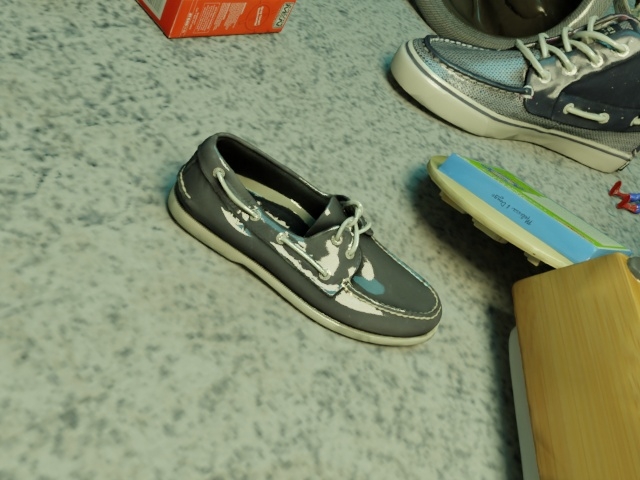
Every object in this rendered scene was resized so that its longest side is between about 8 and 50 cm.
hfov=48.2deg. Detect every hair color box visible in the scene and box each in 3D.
[{"bbox_3d":[-0.096,-0.227,0.660,0.141,0.043,0.072,-20,63,-45],"label":"hair color box"}]

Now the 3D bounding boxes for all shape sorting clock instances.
[{"bbox_3d":[0.181,-0.015,0.613,0.206,0.040,0.206,28,17,-9],"label":"shape sorting clock"}]

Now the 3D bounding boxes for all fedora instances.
[{"bbox_3d":[0.251,-0.337,0.920,0.275,0.244,0.124,50,11,22],"label":"fedora"}]

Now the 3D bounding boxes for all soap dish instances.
[{"bbox_3d":[0.271,0.148,0.470,0.290,0.118,0.229,25,39,-13],"label":"soap dish"}]

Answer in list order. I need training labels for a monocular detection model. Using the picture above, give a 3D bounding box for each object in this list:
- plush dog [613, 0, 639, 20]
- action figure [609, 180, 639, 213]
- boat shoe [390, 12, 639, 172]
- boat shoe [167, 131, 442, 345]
[{"bbox_3d":[0.496,-0.269,0.962,0.225,0.211,0.262,-32,69,-27],"label":"plush dog"},{"bbox_3d":[0.387,-0.041,0.826,0.115,0.030,0.038,14,37,-27],"label":"action figure"},{"bbox_3d":[0.251,-0.191,0.779,0.340,0.158,0.127,10,44,-28],"label":"boat shoe"},{"bbox_3d":[0.000,0.000,0.473,0.206,0.065,0.075,30,38,-6],"label":"boat shoe"}]
